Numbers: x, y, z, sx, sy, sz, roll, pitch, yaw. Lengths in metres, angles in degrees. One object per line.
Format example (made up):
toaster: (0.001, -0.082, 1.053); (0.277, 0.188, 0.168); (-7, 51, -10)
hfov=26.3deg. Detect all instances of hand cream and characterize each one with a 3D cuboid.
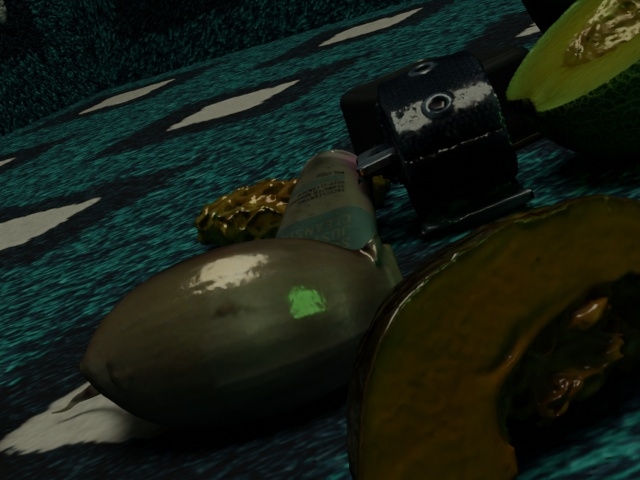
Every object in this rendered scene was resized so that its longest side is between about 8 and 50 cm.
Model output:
hand cream: (0.000, 0.000, 1.066); (0.111, 0.070, 0.312); (-18, 15, 8)

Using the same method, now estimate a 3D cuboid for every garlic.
garlic: (-0.078, 0.068, 0.848); (0.267, 0.148, 0.128); (-11, 51, 14)

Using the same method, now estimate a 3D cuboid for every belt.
belt: (0.092, -0.085, 1.162); (0.128, 0.122, 0.218); (-20, 14, 6)

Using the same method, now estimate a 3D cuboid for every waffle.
waffle: (-0.029, -0.039, 1.298); (0.194, 0.051, 0.149); (-18, 14, 6)

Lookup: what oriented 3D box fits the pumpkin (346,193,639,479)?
pumpkin: (0.072, 0.043, 0.696); (0.278, 0.111, 0.163); (-28, 11, -31)

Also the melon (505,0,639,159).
melon: (0.258, -0.122, 1.120); (0.169, 0.129, 0.265); (-41, 16, 3)

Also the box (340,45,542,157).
box: (0.122, -0.130, 1.378); (0.144, 0.090, 0.201); (-26, 15, -25)

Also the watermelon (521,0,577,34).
watermelon: (0.326, -0.293, 1.344); (0.285, 0.285, 0.285); (-18, 13, 4)
